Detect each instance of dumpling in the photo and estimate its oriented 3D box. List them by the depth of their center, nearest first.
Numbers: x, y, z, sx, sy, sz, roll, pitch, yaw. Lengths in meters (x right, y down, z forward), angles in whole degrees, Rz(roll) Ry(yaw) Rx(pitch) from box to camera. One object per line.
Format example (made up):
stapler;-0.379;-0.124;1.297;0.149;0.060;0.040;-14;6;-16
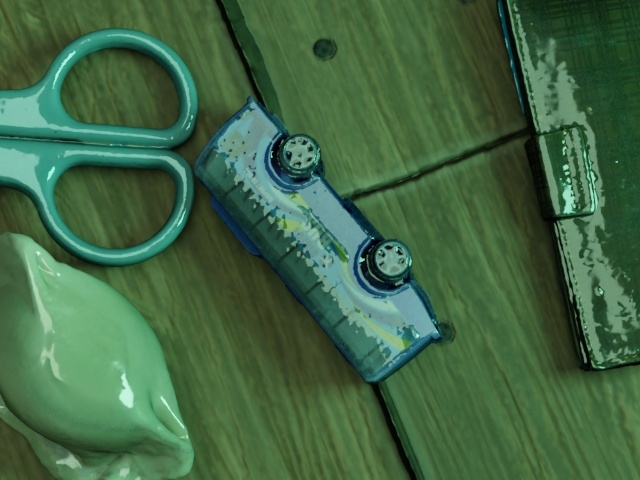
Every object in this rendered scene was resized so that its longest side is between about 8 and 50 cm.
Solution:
dumpling;-0.196;0.104;1.279;0.151;0.124;0.229;-37;89;33

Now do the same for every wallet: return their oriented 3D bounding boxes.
wallet;0.248;-0.064;1.332;0.169;0.044;0.317;-12;81;-5

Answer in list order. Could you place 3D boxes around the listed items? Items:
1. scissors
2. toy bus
scissors;-0.319;-0.085;1.314;0.447;0.029;0.192;4;79;-8
toy bus;-0.002;0.001;1.306;0.094;0.079;0.236;-40;82;-4
